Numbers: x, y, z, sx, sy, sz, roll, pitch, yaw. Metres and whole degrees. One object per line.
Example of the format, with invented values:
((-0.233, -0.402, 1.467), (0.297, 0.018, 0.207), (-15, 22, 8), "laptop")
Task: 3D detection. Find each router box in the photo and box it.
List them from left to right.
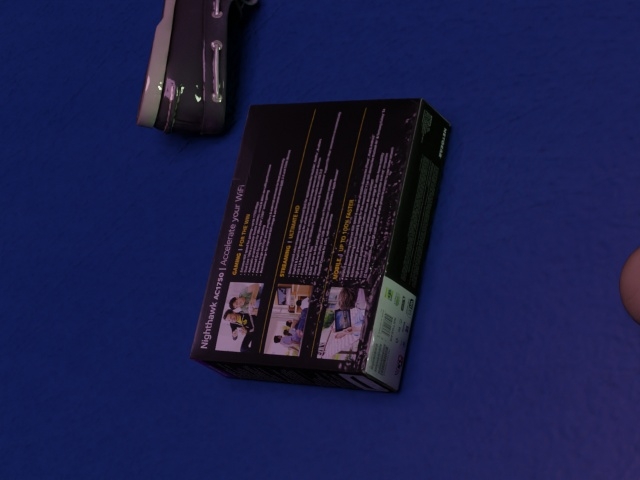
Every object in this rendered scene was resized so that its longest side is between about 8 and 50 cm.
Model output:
((0.000, 0.000, 0.916), (0.133, 0.046, 0.179), (2, 71, 33), "router box")

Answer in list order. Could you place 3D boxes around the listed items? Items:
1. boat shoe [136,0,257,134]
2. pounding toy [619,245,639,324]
((-0.080, -0.166, 1.045), (0.064, 0.075, 0.206), (15, 66, -8), "boat shoe")
((0.266, 0.004, 0.706), (0.237, 0.110, 0.183), (30, 87, 37), "pounding toy")
